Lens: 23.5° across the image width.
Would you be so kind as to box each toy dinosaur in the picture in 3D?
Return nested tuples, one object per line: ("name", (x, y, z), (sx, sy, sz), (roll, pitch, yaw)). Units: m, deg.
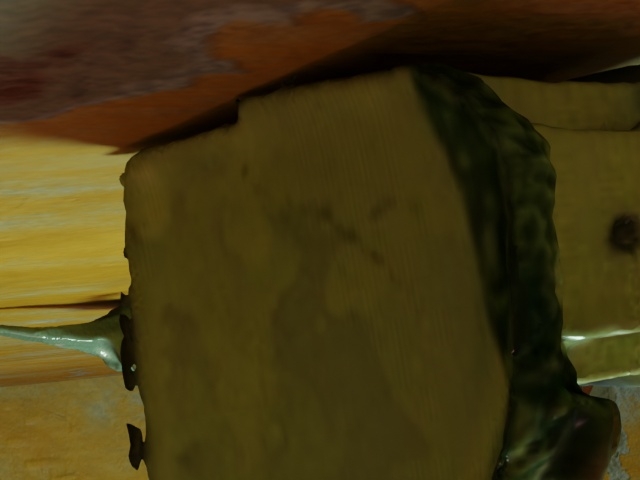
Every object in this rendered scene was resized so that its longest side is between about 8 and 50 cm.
("toy dinosaur", (-0.200, 0.100, 1.631), (0.392, 0.092, 0.205), (-7, 178, -19))

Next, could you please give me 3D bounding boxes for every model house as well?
("model house", (0.081, 0.049, 0.774), (0.266, 0.261, 0.321), (-5, 178, -36))

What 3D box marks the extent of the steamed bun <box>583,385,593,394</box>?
("steamed bun", (0.168, 0.185, 1.996), (0.379, 0.248, 0.235), (-10, 172, 31))
